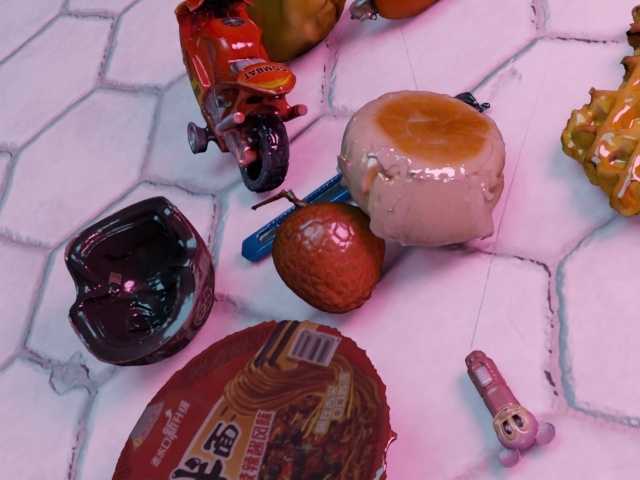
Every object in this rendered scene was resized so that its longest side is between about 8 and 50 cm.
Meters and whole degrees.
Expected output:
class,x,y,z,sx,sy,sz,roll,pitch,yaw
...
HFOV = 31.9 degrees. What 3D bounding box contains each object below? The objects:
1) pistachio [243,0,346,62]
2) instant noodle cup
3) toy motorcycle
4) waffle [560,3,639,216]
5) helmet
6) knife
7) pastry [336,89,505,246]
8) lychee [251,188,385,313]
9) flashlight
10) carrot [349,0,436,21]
class,x,y,z,sx,sy,sz,roll,pitch,yaw
pistachio,-0.029,-0.272,1.318,0.110,0.100,0.189,-36,8,-36
instant noodle cup,-0.044,0.201,0.930,0.274,0.091,0.274,-20,46,22
toy motorcycle,-0.102,-0.184,1.255,0.089,0.171,0.298,-5,39,-25
waffle,0.331,-0.131,0.960,0.291,0.051,0.291,-18,46,20
helmet,-0.172,0.051,1.148,0.153,0.107,0.177,-21,64,17
knife,0.040,-0.065,1.142,0.296,0.026,0.044,-34,54,7
pastry,0.094,-0.068,1.024,0.166,0.088,0.166,4,40,-3
lychee,0.001,0.003,1.045,0.114,0.101,0.140,-23,80,6
flashlight,0.144,0.128,0.895,0.052,0.031,0.110,-35,42,8
carrot,0.180,-0.330,1.243,0.336,0.069,0.069,-28,43,6
